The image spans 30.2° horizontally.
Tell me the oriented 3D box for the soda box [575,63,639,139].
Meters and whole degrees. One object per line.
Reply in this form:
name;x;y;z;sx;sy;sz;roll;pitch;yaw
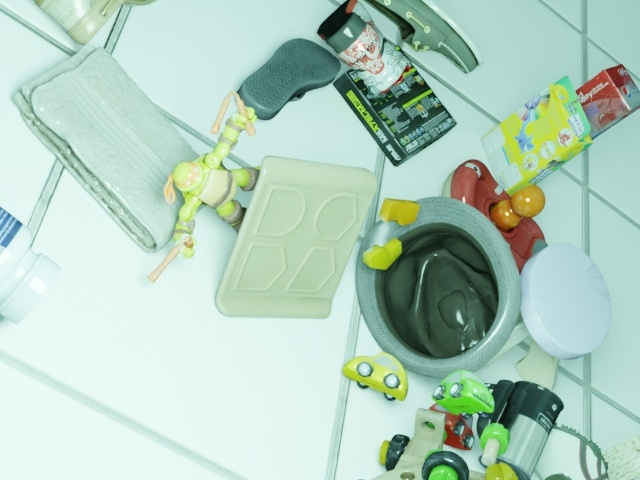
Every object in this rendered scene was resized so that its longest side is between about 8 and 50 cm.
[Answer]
soda box;0.472;-0.218;2.219;0.083;0.263;0.092;-22;78;-50

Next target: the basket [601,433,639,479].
basket;0.548;0.385;1.970;0.167;0.113;0.103;6;54;-40

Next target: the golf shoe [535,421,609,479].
golf shoe;0.400;0.390;1.836;0.273;0.105;0.120;45;48;-8

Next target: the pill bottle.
pill bottle;-0.396;0.007;1.353;0.186;0.112;0.112;39;42;-14

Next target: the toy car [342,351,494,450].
toy car;0.171;0.214;1.652;0.239;0.225;0.053;35;66;-18

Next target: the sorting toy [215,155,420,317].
sorting toy;0.000;0.000;1.690;0.307;0.229;0.041;4;20;-42

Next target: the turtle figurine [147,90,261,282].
turtle figurine;-0.144;-0.060;1.602;0.217;0.087;0.270;23;89;-60

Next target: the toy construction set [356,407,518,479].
toy construction set;0.189;0.365;1.590;0.309;0.257;0.237;65;24;-16

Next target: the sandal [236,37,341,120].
sandal;-0.058;-0.260;1.921;0.097;0.054;0.254;45;42;7

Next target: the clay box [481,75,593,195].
clay box;0.403;-0.189;2.166;0.053;0.222;0.127;4;60;-42

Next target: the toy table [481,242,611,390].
toy table;0.345;0.121;1.921;0.274;0.161;0.252;-15;75;-53

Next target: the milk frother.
milk frother;0.270;0.280;1.791;0.129;0.143;0.135;37;64;-12

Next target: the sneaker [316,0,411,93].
sneaker;0.075;-0.326;2.015;0.145;0.090;0.270;45;12;-14

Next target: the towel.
towel;-0.270;-0.132;1.625;0.282;0.049;0.187;47;41;-6

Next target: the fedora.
fedora;0.189;0.082;1.805;0.275;0.243;0.124;62;10;25

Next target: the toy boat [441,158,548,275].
toy boat;0.322;-0.048;2.041;0.231;0.151;0.151;44;40;-9

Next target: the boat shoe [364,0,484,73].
boat shoe;0.180;-0.410;2.221;0.305;0.091;0.109;41;-1;-20

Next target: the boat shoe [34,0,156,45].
boat shoe;-0.281;-0.397;1.765;0.110;0.121;0.341;50;50;-9

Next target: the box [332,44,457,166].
box;0.134;-0.239;2.089;0.184;0.045;0.190;51;41;3
